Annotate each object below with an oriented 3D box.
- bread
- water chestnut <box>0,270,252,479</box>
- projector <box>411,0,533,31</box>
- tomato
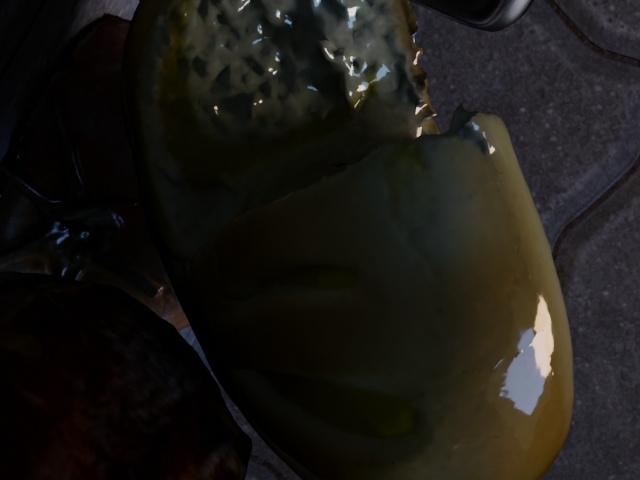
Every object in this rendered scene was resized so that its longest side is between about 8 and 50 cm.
[{"bbox_3d":[0.000,0.000,0.835,0.160,0.333,0.333,-23,166,-12],"label":"bread"},{"bbox_3d":[-0.150,0.184,0.798,0.350,0.302,0.350,-57,175,-8],"label":"water chestnut"},{"bbox_3d":[0.177,-0.430,1.309,0.405,0.242,0.395,-59,174,-51],"label":"projector"},{"bbox_3d":[-0.115,-0.021,1.026,0.180,0.155,0.214,-64,178,-62],"label":"tomato"}]
